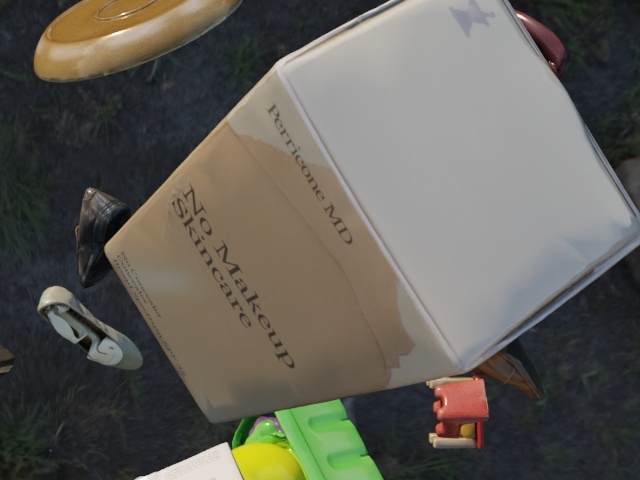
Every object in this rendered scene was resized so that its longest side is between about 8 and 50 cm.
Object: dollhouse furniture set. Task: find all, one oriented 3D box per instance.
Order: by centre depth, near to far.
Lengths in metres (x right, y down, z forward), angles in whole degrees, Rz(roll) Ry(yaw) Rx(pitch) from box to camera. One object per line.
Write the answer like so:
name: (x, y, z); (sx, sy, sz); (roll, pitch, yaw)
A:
dollhouse furniture set: (0.226, 0.105, 1.321); (0.152, 0.201, 0.374); (-2, 86, 1)

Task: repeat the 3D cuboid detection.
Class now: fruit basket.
fruit basket: (-0.077, 0.466, 1.733); (0.392, 0.283, 0.392); (12, 46, -13)

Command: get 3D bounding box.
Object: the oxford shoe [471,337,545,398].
oxford shoe: (0.244, 0.166, 1.331); (0.212, 0.076, 0.076); (42, 25, -34)

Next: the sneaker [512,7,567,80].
sneaker: (0.164, -0.079, 0.797); (0.106, 0.162, 0.281); (-31, 102, -11)

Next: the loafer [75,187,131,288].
loafer: (-0.311, -0.003, 1.322); (0.061, 0.170, 0.062); (40, 39, 15)

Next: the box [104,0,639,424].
box: (0.000, 0.000, 0.512); (0.121, 0.311, 0.148); (-32, 90, -28)

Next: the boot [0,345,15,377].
boot: (-0.442, 0.164, 1.053); (0.198, 0.077, 0.137); (12, 89, 15)

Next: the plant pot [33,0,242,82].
plant pot: (-0.194, -0.235, 0.994); (0.236, 0.236, 0.032); (-34, 124, -20)

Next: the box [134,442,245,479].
box: (-0.194, 0.422, 1.236); (0.262, 0.231, 0.127); (-24, 124, -10)

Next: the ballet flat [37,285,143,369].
ballet flat: (-0.392, 0.165, 1.613); (0.072, 0.068, 0.213); (-37, 112, 21)
